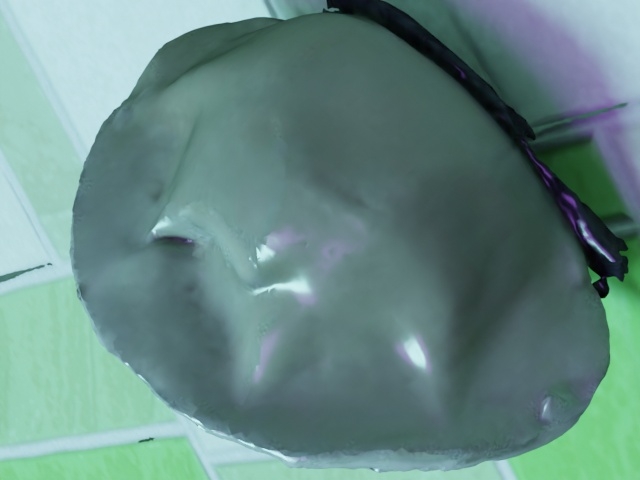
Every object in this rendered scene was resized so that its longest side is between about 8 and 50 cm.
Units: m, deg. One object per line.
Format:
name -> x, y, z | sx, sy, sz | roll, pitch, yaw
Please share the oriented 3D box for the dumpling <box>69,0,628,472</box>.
dumpling -> 0.010, -0.013, 0.923 | 0.293, 0.204, 0.163 | 47, 130, 23
